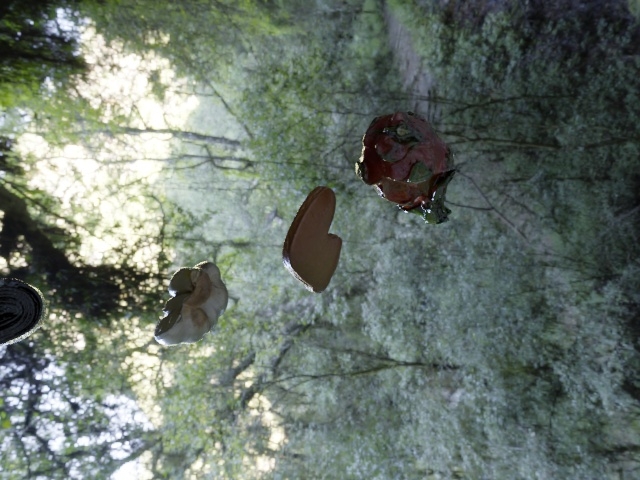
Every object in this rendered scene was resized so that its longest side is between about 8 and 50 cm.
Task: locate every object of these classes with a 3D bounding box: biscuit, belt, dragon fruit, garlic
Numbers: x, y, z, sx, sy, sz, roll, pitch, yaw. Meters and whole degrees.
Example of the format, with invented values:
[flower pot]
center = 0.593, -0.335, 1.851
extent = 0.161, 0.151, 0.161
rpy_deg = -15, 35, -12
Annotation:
[biscuit]
center = 0.000, 0.000, 1.019
extent = 0.186, 0.036, 0.192
rpy_deg = -62, -34, -17
[belt]
center = -0.931, 0.216, 1.406
extent = 0.184, 0.289, 0.164
rpy_deg = 68, 156, 0
[dragon fruit]
center = 0.191, -0.137, 0.996
extent = 0.198, 0.269, 0.200
rpy_deg = -43, 9, -4
[garlic]
center = -0.377, 0.194, 1.494
extent = 0.203, 0.185, 0.280
rpy_deg = -25, 47, 39
